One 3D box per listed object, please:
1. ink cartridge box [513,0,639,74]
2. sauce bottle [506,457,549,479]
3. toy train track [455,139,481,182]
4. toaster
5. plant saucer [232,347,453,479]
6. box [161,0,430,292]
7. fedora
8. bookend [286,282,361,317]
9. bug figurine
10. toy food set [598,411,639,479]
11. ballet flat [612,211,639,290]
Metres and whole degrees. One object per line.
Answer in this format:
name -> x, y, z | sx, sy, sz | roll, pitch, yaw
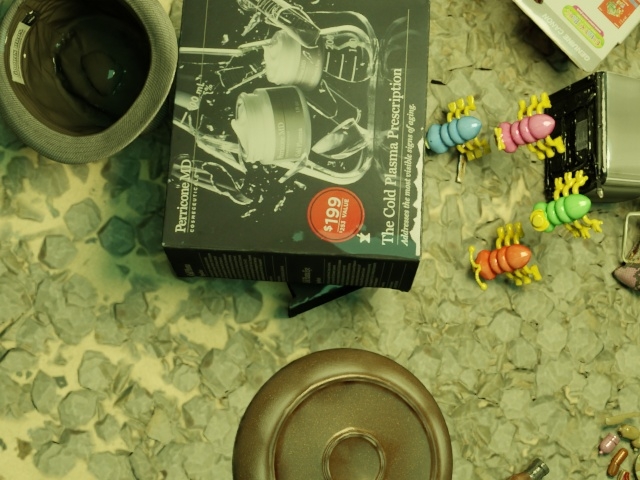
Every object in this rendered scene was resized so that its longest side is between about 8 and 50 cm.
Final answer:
ink cartridge box -> 0.333, -0.415, 1.805 | 0.309, 0.130, 0.272 | 44, 73, -6
sauce bottle -> 0.264, 0.352, 1.727 | 0.128, 0.042, 0.042 | -38, 94, -15
toy train track -> 0.203, -0.124, 1.792 | 0.048, 0.014, 0.083 | 9, 86, -22
toaster -> 0.395, -0.134, 1.765 | 0.110, 0.168, 0.185 | 4, 81, -16
plant saucer -> 0.040, 0.298, 1.670 | 0.311, 0.050, 0.310 | 2, 82, -17
box -> -0.026, -0.125, 1.588 | 0.313, 0.179, 0.343 | 2, 76, 1
fedora -> -0.279, -0.211, 1.578 | 0.275, 0.124, 0.243 | 36, 93, 22
bookend -> 0.000, 0.000, 1.686 | 0.157, 0.072, 0.156 | -23, 78, -7
bug figurine -> 0.254, -0.076, 1.707 | 0.072, 0.216, 0.279 | -19, 86, -52
toy food set -> 0.436, 0.309, 1.795 | 0.078, 0.019, 0.122 | -8, 92, -16
ballet flat -> 0.482, -0.035, 1.801 | 0.079, 0.077, 0.221 | 22, 101, 3
